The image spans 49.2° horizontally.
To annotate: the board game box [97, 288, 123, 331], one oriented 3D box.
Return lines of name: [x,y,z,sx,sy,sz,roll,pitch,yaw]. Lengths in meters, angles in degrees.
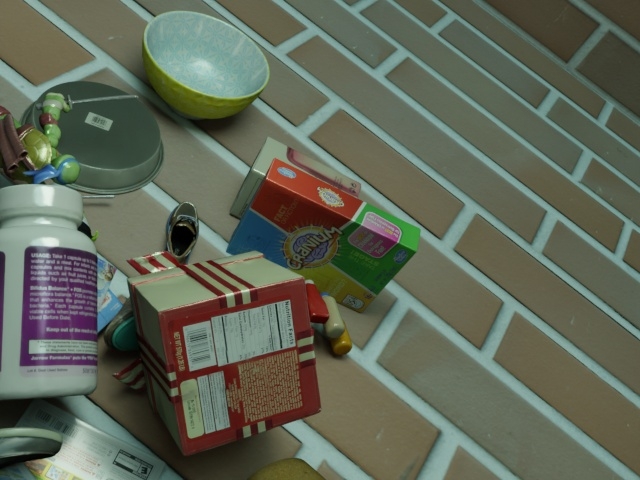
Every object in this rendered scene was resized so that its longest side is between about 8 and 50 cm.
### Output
board game box: [-0.446,0.081,1.146,0.211,0.039,0.160,52,43,-12]

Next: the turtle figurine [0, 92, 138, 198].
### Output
turtle figurine: [-0.515,-0.166,1.272,0.266,0.197,0.274,21,41,10]

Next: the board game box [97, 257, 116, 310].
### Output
board game box: [-0.395,0.063,1.161,0.090,0.020,0.090,35,50,-29]

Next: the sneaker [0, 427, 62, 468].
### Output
sneaker: [-0.444,0.314,0.894,0.222,0.083,0.118,-3,63,-26]

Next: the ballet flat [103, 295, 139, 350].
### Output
ballet flat: [-0.264,0.109,1.255,0.316,0.107,0.106,-16,42,-45]

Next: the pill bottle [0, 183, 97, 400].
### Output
pill bottle: [-0.414,0.078,1.023,0.169,0.169,0.301,3,77,-29]

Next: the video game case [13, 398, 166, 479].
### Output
video game case: [-0.369,0.363,1.012,0.227,0.026,0.206,30,44,-7]

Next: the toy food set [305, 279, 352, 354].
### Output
toy food set: [-0.043,0.142,1.338,0.232,0.111,0.104,8,38,-24]

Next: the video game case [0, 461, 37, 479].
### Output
video game case: [-0.572,0.310,0.903,0.329,0.036,0.300,44,47,17]

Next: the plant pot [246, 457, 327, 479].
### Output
plant pot: [-0.019,0.459,1.020,0.237,0.237,0.254,-1,39,-32]

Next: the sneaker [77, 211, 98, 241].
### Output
sneaker: [-0.497,-0.003,1.205,0.235,0.084,0.097,-19,66,-40]

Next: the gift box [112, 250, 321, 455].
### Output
gift box: [-0.177,0.151,1.084,0.277,0.258,0.255,-7,101,-23]

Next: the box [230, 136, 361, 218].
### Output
box: [-0.052,-0.090,1.499,0.232,0.148,0.126,27,44,-9]

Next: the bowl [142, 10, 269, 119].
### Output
bowl: [-0.277,-0.370,1.599,0.290,0.156,0.289,16,47,-18]

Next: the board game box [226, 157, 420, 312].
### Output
board game box: [0.000,0.000,1.388,0.317,0.242,0.064,25,47,-9]

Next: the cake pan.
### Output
cake pan: [-0.460,-0.223,1.438,0.293,0.054,0.293,16,46,-18]

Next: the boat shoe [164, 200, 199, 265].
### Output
boat shoe: [-0.265,-0.014,1.365,0.066,0.066,0.183,16,47,-19]
